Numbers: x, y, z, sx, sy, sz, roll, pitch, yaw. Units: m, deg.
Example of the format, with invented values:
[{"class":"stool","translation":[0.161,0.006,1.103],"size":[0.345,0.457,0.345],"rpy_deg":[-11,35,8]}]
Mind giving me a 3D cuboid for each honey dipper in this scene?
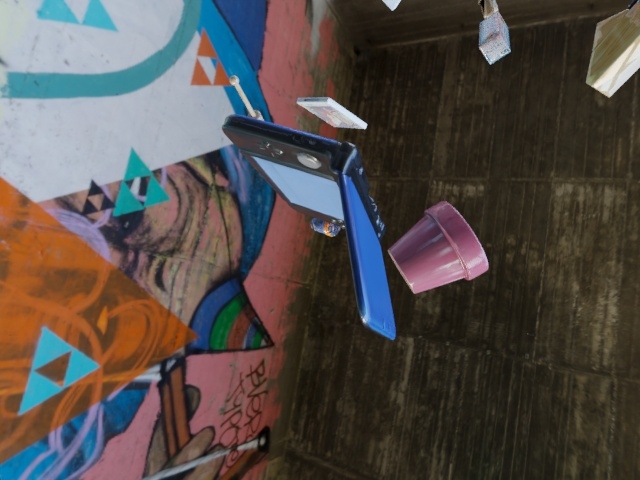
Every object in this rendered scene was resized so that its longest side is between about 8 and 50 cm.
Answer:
[{"class":"honey dipper","translation":[-0.153,-0.289,0.850],"size":[0.031,0.160,0.030],"rpy_deg":[-3,-109,9]}]

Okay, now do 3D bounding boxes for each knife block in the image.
[{"class":"knife block","translation":[0.871,-0.556,1.081],"size":[0.242,0.088,0.275],"rpy_deg":[3,-101,67]}]

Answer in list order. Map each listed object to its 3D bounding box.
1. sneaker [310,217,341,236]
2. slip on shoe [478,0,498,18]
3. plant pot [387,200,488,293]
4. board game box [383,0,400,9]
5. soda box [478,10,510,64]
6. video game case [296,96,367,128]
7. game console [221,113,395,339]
[{"class":"sneaker","translation":[0.039,-0.098,1.244],"size":[0.087,0.221,0.083],"rpy_deg":[7,-53,27]},{"class":"slip on shoe","translation":[0.516,-0.758,1.273],"size":[0.041,0.051,0.135],"rpy_deg":[-14,-96,7]},{"class":"plant pot","translation":[0.276,0.032,1.000],"size":[0.180,0.201,0.201],"rpy_deg":[-32,-114,5]},{"class":"board game box","translation":[0.286,-0.957,1.258],"size":[0.050,0.390,0.389],"rpy_deg":[41,-64,8]},{"class":"soda box","translation":[0.476,-0.558,1.112],"size":[0.058,0.063,0.183],"rpy_deg":[-26,-150,40]},{"class":"video game case","translation":[0.040,-0.457,1.462],"size":[0.184,0.201,0.023],"rpy_deg":[23,-87,50]},{"class":"game console","translation":[0.000,0.000,0.546],"size":[0.250,0.293,0.173],"rpy_deg":[20,-101,20]}]
